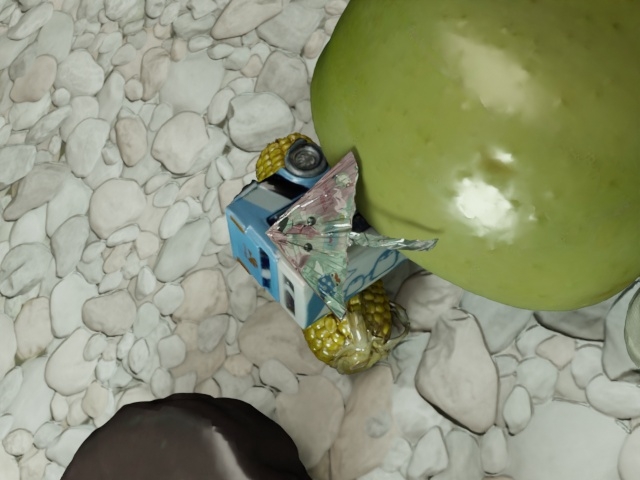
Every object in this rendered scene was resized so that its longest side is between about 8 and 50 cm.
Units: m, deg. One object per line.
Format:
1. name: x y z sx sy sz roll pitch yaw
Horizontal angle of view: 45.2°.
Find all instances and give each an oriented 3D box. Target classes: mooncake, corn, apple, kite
1. mooncake: -0.126 0.289 0.744 0.283 0.141 0.283 -7 76 28
2. corn: 0.000 0.000 0.821 0.106 0.106 0.293 -28 61 15
3. apple: 0.176 -0.140 0.686 0.360 0.320 0.311 36 114 12
4. kite: 0.021 -0.003 0.620 0.157 0.011 0.139 6 91 27

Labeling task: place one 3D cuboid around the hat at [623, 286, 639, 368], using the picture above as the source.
1. hat: 0.364 0.026 0.602 0.220 0.164 0.226 17 97 32

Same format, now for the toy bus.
1. toy bus: 0.060 -0.051 0.741 0.297 0.106 0.131 -32 65 -18
